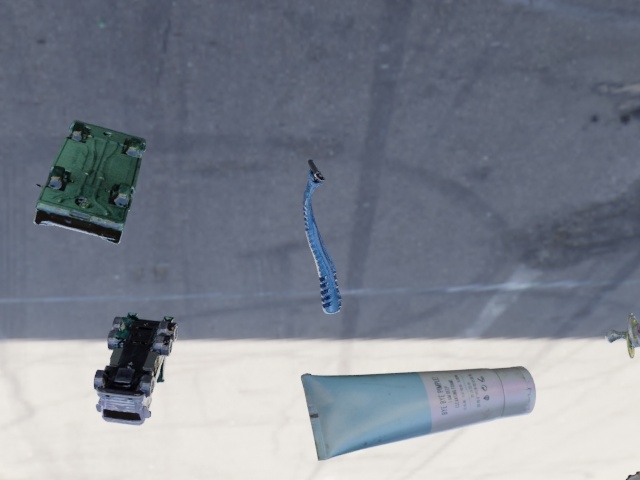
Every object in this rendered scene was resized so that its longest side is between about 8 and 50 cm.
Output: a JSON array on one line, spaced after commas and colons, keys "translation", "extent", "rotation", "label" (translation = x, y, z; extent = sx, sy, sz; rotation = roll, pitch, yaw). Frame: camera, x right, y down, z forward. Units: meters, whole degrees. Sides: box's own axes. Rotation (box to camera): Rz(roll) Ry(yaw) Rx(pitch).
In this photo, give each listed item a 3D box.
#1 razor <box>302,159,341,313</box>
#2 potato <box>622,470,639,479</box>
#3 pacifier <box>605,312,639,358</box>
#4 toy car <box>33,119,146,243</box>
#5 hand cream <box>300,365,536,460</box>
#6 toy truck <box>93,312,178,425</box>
[{"translation": [0.000, 0.000, 1.702], "extent": [0.042, 0.253, 0.082], "rotation": [-12, -159, -6], "label": "razor"}, {"translation": [0.653, 0.583, 1.935], "extent": [0.246, 0.300, 0.196], "rotation": [-30, 140, -36], "label": "potato"}, {"translation": [0.519, 0.161, 1.823], "extent": [0.064, 0.083, 0.068], "rotation": [-7, 137, 29], "label": "pacifier"}, {"translation": [-0.364, -0.095, 1.687], "extent": [0.142, 0.320, 0.097], "rotation": [14, 117, -10], "label": "toy car"}, {"translation": [0.128, 0.214, 1.372], "extent": [0.313, 0.111, 0.070], "rotation": [-3, 158, -20], "label": "hand cream"}, {"translation": [-0.314, 0.224, 1.825], "extent": [0.110, 0.216, 0.116], "rotation": [5, 125, 3], "label": "toy truck"}]
